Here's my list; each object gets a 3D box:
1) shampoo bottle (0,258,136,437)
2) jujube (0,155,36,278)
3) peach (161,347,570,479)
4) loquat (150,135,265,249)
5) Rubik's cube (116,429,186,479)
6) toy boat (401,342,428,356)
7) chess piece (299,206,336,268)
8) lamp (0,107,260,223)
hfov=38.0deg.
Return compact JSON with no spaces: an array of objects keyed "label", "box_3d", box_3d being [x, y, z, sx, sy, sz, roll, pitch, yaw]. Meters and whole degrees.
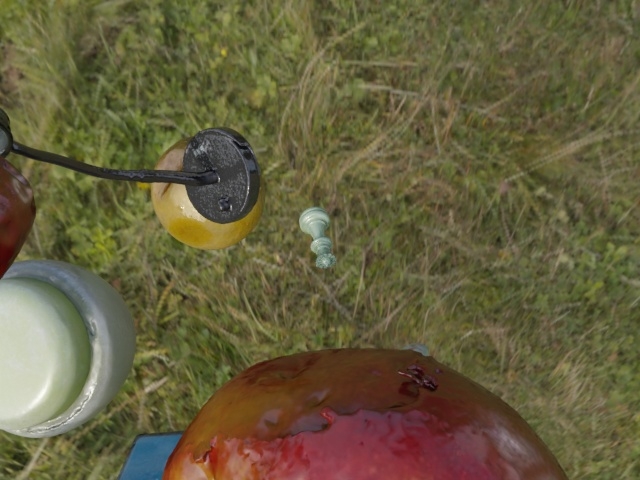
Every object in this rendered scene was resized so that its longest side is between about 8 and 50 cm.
[{"label":"shampoo bottle","box_3d":[-0.507,0.196,1.714,0.322,0.317,0.323,0,89,14]},{"label":"jujube","box_3d":[-0.327,-0.036,0.672,0.230,0.155,0.155,27,67,-25]},{"label":"peach","box_3d":[0.049,0.279,0.838,0.416,0.353,0.339,23,50,33]},{"label":"loquat","box_3d":[-0.194,-0.087,1.608,0.213,0.213,0.213,0,68,1]},{"label":"Rubik's cube","box_3d":[-0.099,0.486,1.258,0.363,0.362,0.359,-10,39,22]},{"label":"toy boat","box_3d":[0.174,0.258,1.609,0.078,0.207,0.134,-4,103,16]},{"label":"chess piece","box_3d":[0.000,0.000,1.219,0.042,0.042,0.093,-13,46,-4]},{"label":"lamp","box_3d":[-0.227,-0.098,0.968,0.371,0.130,0.109,9,54,-41]}]
